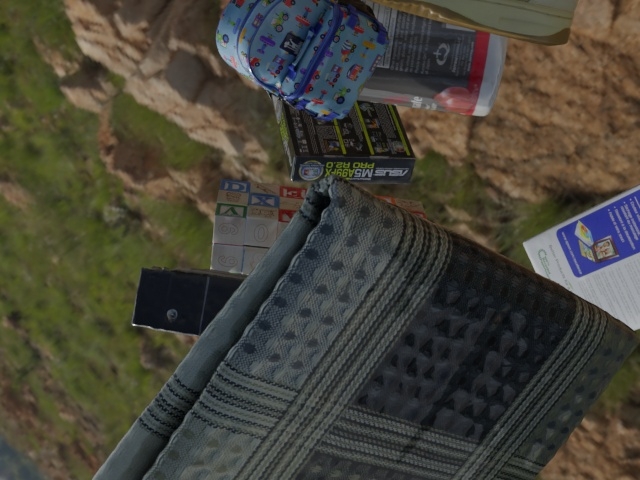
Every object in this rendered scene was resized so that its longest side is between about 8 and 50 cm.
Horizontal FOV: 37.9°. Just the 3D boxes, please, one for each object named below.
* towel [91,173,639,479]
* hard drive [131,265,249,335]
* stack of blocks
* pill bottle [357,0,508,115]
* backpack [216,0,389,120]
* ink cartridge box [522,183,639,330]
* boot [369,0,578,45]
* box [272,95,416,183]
[{"bbox_3d":[0.030,0.137,0.645,0.312,0.324,0.056,23,-161,-36],"label":"towel"},{"bbox_3d":[0.023,0.082,0.892,0.339,0.064,0.237,8,175,14],"label":"hard drive"},{"bbox_3d":[0.000,0.000,1.297,0.171,0.297,0.087,-93,10,-65],"label":"stack of blocks"},{"bbox_3d":[0.097,-0.282,1.325,0.319,0.176,0.176,8,144,3],"label":"pill bottle"},{"bbox_3d":[-0.028,-0.241,1.116,0.173,0.158,0.117,21,-159,-40],"label":"backpack"},{"bbox_3d":[0.440,0.015,1.232,0.371,0.069,0.175,-35,75,55],"label":"ink cartridge box"},{"bbox_3d":[0.077,-0.263,0.646,0.262,0.095,0.203,15,105,-3],"label":"boot"},{"bbox_3d":[0.036,-0.208,1.682,0.270,0.216,0.060,-104,20,-46],"label":"box"}]
